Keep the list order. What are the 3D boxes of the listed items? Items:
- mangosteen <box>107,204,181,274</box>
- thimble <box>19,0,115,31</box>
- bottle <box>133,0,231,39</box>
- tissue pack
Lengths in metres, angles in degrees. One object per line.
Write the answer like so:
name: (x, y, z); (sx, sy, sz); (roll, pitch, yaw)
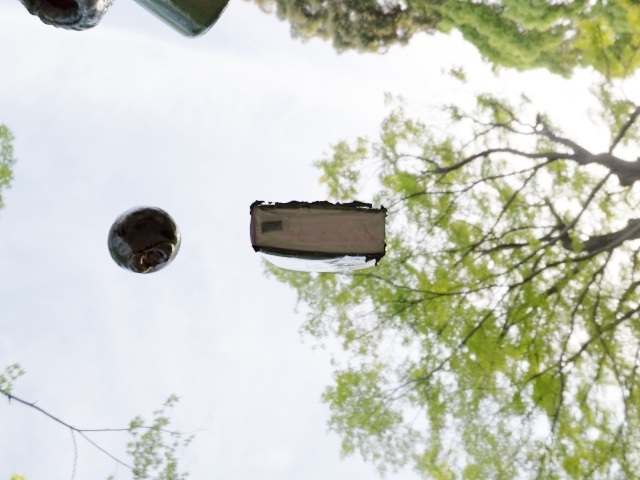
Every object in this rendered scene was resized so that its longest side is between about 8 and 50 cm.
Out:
mangosteen: (-0.358, 0.005, 1.164); (0.152, 0.152, 0.153); (10, -110, -30)
thimble: (-0.532, -0.564, 1.214); (0.205, 0.236, 0.172); (40, -119, -27)
bottle: (-0.303, -0.482, 0.907); (0.346, 0.168, 0.169); (28, -118, -32)
tissue pack: (0.000, 0.000, 1.197); (0.259, 0.361, 0.122); (2, -95, 3)
